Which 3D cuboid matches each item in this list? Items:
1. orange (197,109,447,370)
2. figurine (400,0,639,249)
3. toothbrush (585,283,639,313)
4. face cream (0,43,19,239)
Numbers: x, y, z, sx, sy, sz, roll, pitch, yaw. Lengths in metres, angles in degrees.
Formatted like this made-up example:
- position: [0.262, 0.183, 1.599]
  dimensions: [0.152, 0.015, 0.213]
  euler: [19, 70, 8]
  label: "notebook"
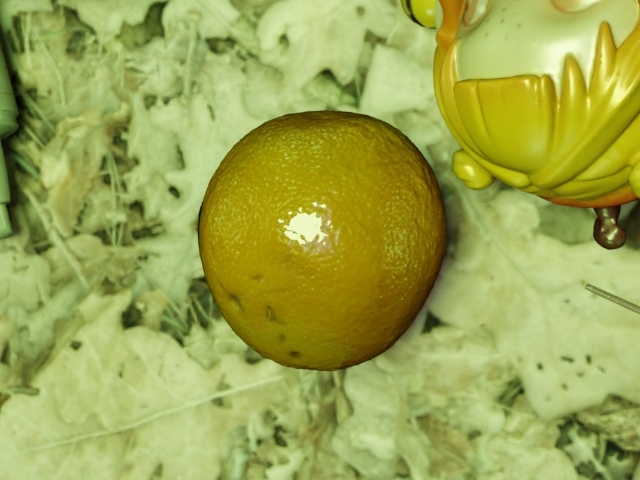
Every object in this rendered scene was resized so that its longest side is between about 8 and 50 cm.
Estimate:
- position: [0.000, 0.000, 0.691]
  dimensions: [0.206, 0.206, 0.206]
  euler: [1, 93, 10]
  label: "orange"
- position: [0.195, -0.166, 0.645]
  dimensions: [0.320, 0.196, 0.323]
  euler: [9, 86, 52]
  label: "figurine"
- position: [0.265, 0.058, 0.739]
  dimensions: [0.097, 0.008, 0.006]
  euler: [25, 83, 8]
  label: "toothbrush"
- position: [-0.320, -0.122, 0.783]
  dimensions: [0.101, 0.101, 0.252]
  euler: [-15, 91, 10]
  label: "face cream"
